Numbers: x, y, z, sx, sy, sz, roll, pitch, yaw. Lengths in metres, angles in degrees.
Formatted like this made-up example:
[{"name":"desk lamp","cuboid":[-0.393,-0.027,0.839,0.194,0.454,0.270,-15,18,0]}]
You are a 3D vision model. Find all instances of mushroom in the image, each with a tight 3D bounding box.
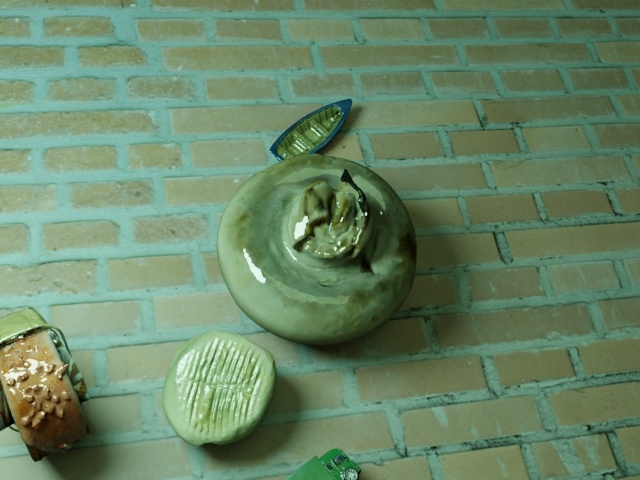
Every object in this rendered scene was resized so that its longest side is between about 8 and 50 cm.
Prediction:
[{"name":"mushroom","cuboid":[0.000,0.000,1.391,0.362,0.294,0.362,5,63,-9]}]

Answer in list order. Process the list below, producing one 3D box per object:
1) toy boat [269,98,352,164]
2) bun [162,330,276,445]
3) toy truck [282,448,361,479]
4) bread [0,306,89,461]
[{"name":"toy boat","cuboid":[-0.013,-0.225,1.658,0.080,0.046,0.229,41,61,13]},{"name":"bun","cuboid":[-0.169,0.251,1.320,0.179,0.128,0.193,16,71,-2]},{"name":"toy truck","cuboid":[-0.006,0.405,1.299,0.147,0.065,0.079,-31,68,-23]},{"name":"bread","cuboid":[-0.439,0.231,1.217,0.142,0.224,0.212,-20,45,-21]}]
